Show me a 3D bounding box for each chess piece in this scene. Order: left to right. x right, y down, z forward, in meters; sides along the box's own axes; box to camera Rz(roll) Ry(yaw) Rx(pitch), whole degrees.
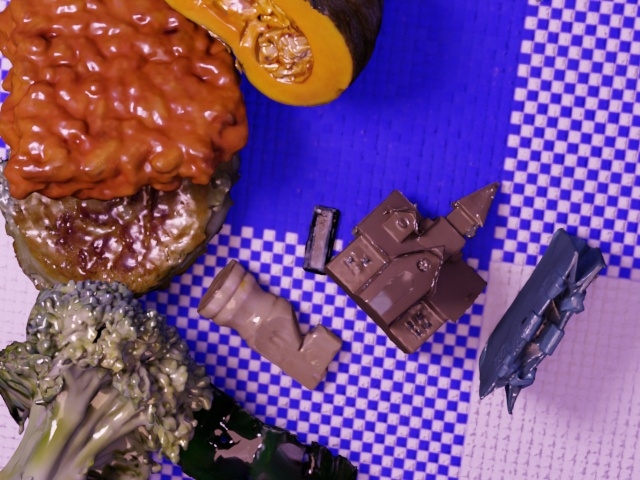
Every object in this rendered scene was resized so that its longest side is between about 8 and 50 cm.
[{"bbox_3d":[-0.066,0.119,1.787,0.200,0.090,0.090,37,102,-11],"label":"chess piece"}]

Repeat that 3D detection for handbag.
[{"bbox_3d":[0.282,0.102,1.685,0.062,0.179,0.229,30,104,1],"label":"handbag"}]

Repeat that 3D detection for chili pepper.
[{"bbox_3d":[-0.083,0.303,1.794,0.264,0.116,0.148,23,105,3],"label":"chili pepper"}]

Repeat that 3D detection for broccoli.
[{"bbox_3d":[-0.302,0.217,1.714,0.277,0.338,0.318,30,82,-14],"label":"broccoli"}]

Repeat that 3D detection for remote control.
[{"bbox_3d":[0.000,0.000,1.785,0.039,0.014,0.096,12,100,5],"label":"remote control"}]

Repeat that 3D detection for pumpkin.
[{"bbox_3d":[-0.042,-0.353,1.607,0.325,0.232,0.242,44,141,-15],"label":"pumpkin"}]

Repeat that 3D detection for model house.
[{"bbox_3d":[0.149,0.007,1.709,0.181,0.176,0.248,45,85,-1],"label":"model house"}]

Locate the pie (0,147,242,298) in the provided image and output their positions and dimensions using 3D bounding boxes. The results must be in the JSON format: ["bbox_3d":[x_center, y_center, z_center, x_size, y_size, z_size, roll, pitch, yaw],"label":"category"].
[{"bbox_3d":[-0.281,-0.061,1.765,0.354,0.103,0.288,-40,87,12],"label":"pie"}]

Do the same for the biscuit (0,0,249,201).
[{"bbox_3d":[-0.251,-0.197,1.656,0.318,0.110,0.312,-4,62,-9],"label":"biscuit"}]
